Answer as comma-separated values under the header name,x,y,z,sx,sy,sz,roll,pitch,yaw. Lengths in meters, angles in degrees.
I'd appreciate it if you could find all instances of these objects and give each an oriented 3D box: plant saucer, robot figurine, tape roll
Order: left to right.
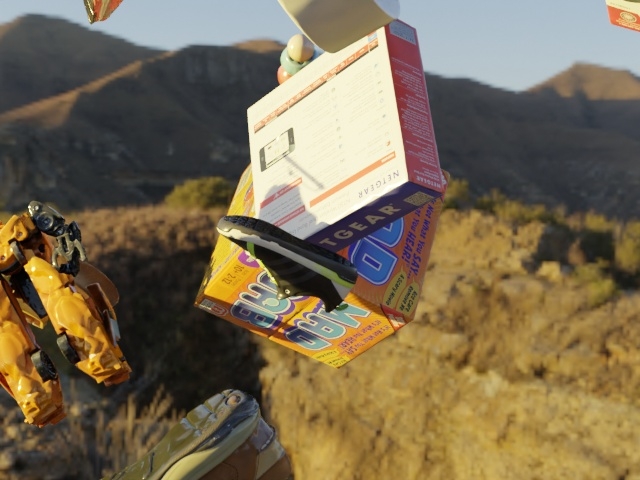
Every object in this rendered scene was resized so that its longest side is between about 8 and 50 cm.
name,x,y,z,sx,sy,sz,roll,pitch,yaw
robot figurine,-0.384,0.092,1.358,0.211,0.291,0.085,-31,-20,-2
plant saucer,-0.449,0.079,1.748,0.199,0.036,0.198,14,-32,9
tape roll,-0.008,-0.388,1.296,0.100,0.286,0.286,-25,-7,20

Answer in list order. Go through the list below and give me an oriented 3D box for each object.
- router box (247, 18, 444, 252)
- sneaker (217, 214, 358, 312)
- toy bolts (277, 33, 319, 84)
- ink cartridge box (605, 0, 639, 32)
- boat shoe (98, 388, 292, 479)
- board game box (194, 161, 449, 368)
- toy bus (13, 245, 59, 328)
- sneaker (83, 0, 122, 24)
name,x,y,z,sx,sy,sz,roll,pitch,yaw
router box,0.025,-0.146,1.601,0.082,0.301,0.335,17,-33,-40
sneaker,-0.055,0.043,1.501,0.235,0.097,0.084,24,12,-12
toy bolts,0.013,-0.360,2.224,0.218,0.228,0.158,-32,-15,-12
ink cartridge box,0.389,-0.307,1.140,0.127,0.072,0.175,26,-12,31
boat shoe,-0.170,0.291,1.032,0.324,0.120,0.122,-37,14,9
board game box,0.000,0.000,2.105,0.356,0.356,0.356,25,-30,-13
toy bus,-0.560,0.077,2.061,0.191,0.202,0.104,-17,-9,-21
sneaker,-0.376,-0.496,1.901,0.136,0.116,0.314,-15,-4,-21
